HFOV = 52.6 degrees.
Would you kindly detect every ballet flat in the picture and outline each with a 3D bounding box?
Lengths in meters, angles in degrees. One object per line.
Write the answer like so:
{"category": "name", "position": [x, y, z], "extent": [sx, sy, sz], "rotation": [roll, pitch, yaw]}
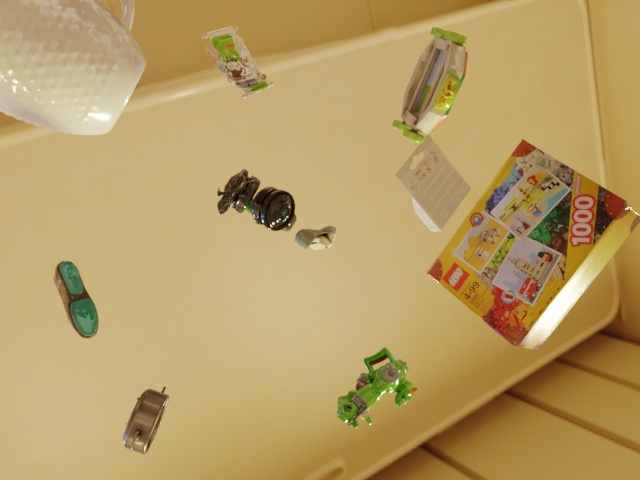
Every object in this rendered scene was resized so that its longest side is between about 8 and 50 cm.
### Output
{"category": "ballet flat", "position": [0.000, 0.000, 1.959], "extent": [0.068, 0.072, 0.213], "rotation": [44, -156, 22]}
{"category": "ballet flat", "position": [-0.599, 0.150, 1.586], "extent": [0.073, 0.206, 0.067], "rotation": [-8, 160, -42]}

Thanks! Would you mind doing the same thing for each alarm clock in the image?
{"category": "alarm clock", "position": [-0.371, 0.383, 1.352], "extent": [0.064, 0.129, 0.192], "rotation": [21, -174, -6]}

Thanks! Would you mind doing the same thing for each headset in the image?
{"category": "headset", "position": [-0.215, -0.107, 2.019], "extent": [0.243, 0.185, 0.394], "rotation": [28, 170, 14]}

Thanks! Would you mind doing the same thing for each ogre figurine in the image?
{"category": "ogre figurine", "position": [0.091, 0.247, 1.081], "extent": [0.118, 0.197, 0.097], "rotation": [-43, -123, 7]}

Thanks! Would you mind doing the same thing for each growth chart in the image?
{"category": "growth chart", "position": [-0.257, -0.550, 2.000], "extent": [0.021, 0.237, 0.172], "rotation": [-17, -159, 45]}

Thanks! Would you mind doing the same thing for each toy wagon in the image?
{"category": "toy wagon", "position": [0.274, -0.367, 1.561], "extent": [0.068, 0.267, 0.344], "rotation": [17, -162, -13]}

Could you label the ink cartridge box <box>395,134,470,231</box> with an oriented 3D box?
{"category": "ink cartridge box", "position": [0.319, -0.166, 1.890], "extent": [0.181, 0.224, 0.056], "rotation": [-51, -161, -22]}

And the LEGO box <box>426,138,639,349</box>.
{"category": "LEGO box", "position": [0.626, 0.016, 1.937], "extent": [0.193, 0.500, 0.372], "rotation": [17, -160, -51]}

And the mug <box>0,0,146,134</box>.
{"category": "mug", "position": [-0.490, -0.391, 1.203], "extent": [0.276, 0.328, 0.374], "rotation": [-17, -131, 57]}
